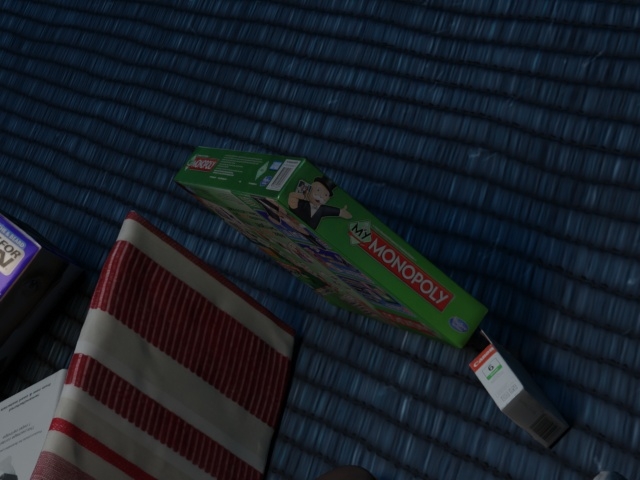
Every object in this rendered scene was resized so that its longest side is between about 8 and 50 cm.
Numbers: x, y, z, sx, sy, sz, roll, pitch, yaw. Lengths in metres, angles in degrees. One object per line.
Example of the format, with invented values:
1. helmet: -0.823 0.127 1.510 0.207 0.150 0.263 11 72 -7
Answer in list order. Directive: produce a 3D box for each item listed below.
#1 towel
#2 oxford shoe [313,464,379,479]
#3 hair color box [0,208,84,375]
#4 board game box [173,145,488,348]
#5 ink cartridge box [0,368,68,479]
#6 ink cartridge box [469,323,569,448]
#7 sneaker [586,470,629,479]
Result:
1. towel: -0.143 0.165 1.723 0.037 0.237 0.329 -21 42 40
2. oxford shoe: -0.040 0.254 1.544 0.097 0.098 0.271 16 38 36
3. hair color box: -0.444 0.125 2.208 0.339 0.110 0.185 -54 -13 -2
4. board game box: 0.000 0.000 1.678 0.046 0.213 0.317 -55 19 -8
5. ink cartridge box: -0.229 0.291 1.739 0.114 0.197 0.273 -28 37 32
6. ink cartridge box: 0.158 0.120 1.545 0.029 0.063 0.115 -46 29 7
7. sneaker: 0.154 0.315 1.280 0.180 0.124 0.321 -26 38 34
